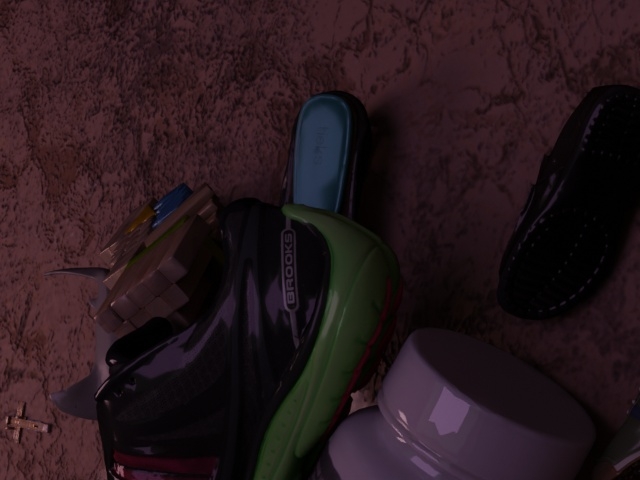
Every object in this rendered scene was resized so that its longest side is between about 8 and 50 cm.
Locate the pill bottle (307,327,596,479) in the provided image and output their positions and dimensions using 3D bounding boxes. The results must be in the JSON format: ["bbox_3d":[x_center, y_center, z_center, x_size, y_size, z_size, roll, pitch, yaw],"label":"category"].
[{"bbox_3d":[0.066,0.266,1.408,0.204,0.204,0.361,41,111,41],"label":"pill bottle"}]

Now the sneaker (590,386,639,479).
[{"bbox_3d":[0.282,0.122,1.331,0.192,0.064,0.086,-41,49,31],"label":"sneaker"}]

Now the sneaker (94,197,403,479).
[{"bbox_3d":[-0.107,0.175,1.471,0.202,0.185,0.483,31,101,11],"label":"sneaker"}]

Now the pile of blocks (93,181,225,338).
[{"bbox_3d":[-0.128,0.029,1.666,0.149,0.112,0.362,-43,14,3],"label":"pile of blocks"}]

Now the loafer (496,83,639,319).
[{"bbox_3d":[0.214,-0.034,1.427,0.220,0.080,0.078,-62,15,17],"label":"loafer"}]

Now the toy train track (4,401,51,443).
[{"bbox_3d":[-0.338,0.209,1.948,0.083,0.014,0.048,4,84,44],"label":"toy train track"}]

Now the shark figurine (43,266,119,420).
[{"bbox_3d":[-0.224,0.126,1.739,0.166,0.116,0.278,98,155,-67],"label":"shark figurine"}]

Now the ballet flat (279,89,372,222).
[{"bbox_3d":[0.000,0.000,1.605,0.095,0.096,0.280,14,84,20],"label":"ballet flat"}]
